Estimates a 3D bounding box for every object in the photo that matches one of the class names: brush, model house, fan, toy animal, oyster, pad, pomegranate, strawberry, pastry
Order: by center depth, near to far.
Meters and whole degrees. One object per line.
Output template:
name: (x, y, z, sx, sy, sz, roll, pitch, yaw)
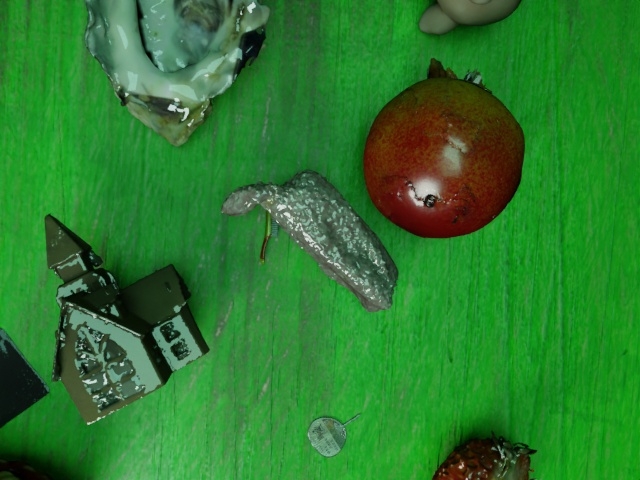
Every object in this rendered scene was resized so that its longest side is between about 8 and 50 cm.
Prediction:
model house: (-0.268, 0.068, 0.802, 0.176, 0.181, 0.248, -28, 96, -4)
pomegranate: (0.158, -0.116, 0.822, 0.210, 0.210, 0.235, 8, 67, -5)
oyster: (-0.186, -0.302, 0.833, 0.237, 0.115, 0.352, 2, 97, -14)
toy animal: (0.222, -0.406, 0.835, 0.153, 0.166, 0.250, 13, 85, 4)
pastry: (0.005, -0.013, 0.855, 0.265, 0.103, 0.112, 35, 79, -15)
pad: (-0.489, 0.221, 0.880, 0.193, 0.004, 0.116, -35, 96, -3)
brush: (-0.072, -0.006, 0.897, 0.021, 0.019, 0.083, 8, 90, -15)
strawberry: (0.211, 0.377, 0.905, 0.175, 0.106, 0.236, 22, 92, -42)
fan: (0.014, 0.276, 0.925, 0.060, 0.003, 0.080, 29, 90, -6)

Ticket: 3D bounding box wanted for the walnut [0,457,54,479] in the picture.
walnut: (-0.444, 0.412, 0.773, 0.221, 0.244, 0.269, 30, 98, -26)
